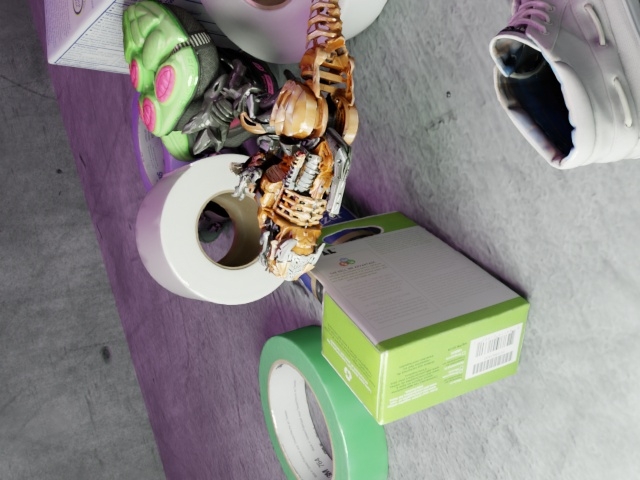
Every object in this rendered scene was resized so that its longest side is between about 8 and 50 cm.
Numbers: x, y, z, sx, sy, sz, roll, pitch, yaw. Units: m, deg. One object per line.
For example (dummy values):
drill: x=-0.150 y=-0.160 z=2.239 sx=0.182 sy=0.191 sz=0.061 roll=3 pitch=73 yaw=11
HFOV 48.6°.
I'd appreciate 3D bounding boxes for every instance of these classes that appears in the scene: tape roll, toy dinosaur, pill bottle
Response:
tape roll: x=-0.005 y=0.309 z=1.216 sx=0.321 sy=0.077 sz=0.322 roll=34 pitch=130 yaw=52
toy dinosaur: x=-0.020 y=-0.126 z=0.796 sx=0.218 sy=0.164 sz=0.322 roll=22 pitch=82 yaw=54
tape roll: x=-0.045 y=-0.367 z=0.860 sx=0.286 sy=0.100 sz=0.286 roll=27 pitch=135 yaw=31
tape roll: x=-0.175 y=-0.017 z=1.206 sx=0.169 sy=0.246 sz=0.246 roll=-3 pitch=99 yaw=63
pill bottle: x=0.000 y=0.000 z=1.016 sx=0.219 sy=0.122 sz=0.123 roll=44 pitch=138 yaw=46
tape roll: x=-0.343 y=-0.211 z=1.606 sx=0.274 sy=0.090 sz=0.275 roll=35 pitch=131 yaw=53

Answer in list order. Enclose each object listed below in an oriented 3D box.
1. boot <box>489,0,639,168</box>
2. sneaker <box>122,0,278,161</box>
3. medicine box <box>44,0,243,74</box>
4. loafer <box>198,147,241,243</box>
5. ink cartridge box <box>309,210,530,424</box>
boot: x=0.189 y=-0.180 z=0.578 sx=0.258 sy=0.123 sz=0.095 roll=68 pitch=151 yaw=16
sneaker: x=-0.165 y=-0.236 z=1.044 sx=0.483 sy=0.202 sz=0.185 roll=-170 pitch=65 yaw=-85
medicine box: x=-0.245 y=-0.370 z=1.085 sx=0.289 sy=0.263 sz=0.149 roll=-16 pitch=79 yaw=49
loafer: x=-0.206 y=-0.079 z=1.408 sx=0.084 sy=0.096 sz=0.268 roll=51 pitch=142 yaw=29
ink cartridge box: x=0.083 y=0.070 z=0.824 sx=0.255 sy=0.188 sz=0.097 roll=43 pitch=139 yaw=51
